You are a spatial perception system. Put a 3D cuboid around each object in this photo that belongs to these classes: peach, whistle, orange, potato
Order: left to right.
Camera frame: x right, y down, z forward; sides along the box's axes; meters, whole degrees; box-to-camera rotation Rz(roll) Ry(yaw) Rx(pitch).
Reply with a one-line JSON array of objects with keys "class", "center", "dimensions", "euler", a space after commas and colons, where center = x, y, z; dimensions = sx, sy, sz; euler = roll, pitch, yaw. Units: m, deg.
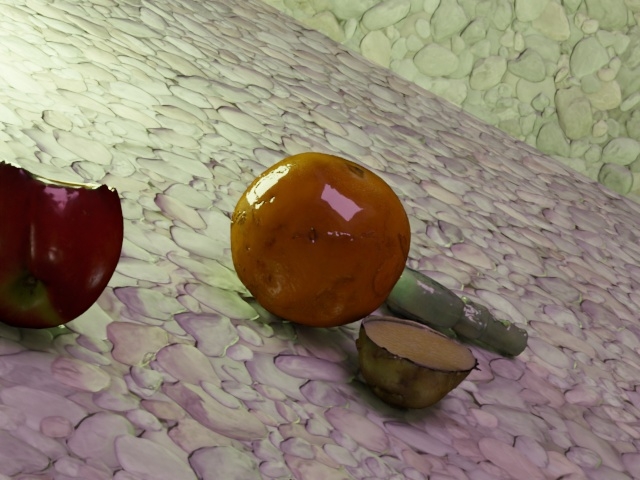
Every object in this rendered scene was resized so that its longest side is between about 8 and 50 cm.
[{"class": "peach", "center": [-0.308, -0.018, 1.773], "dimensions": [0.226, 0.190, 0.196], "euler": [-91, 158, -46]}, {"class": "orange", "center": [0.000, 0.000, 2.112], "dimensions": [0.240, 0.240, 0.240], "euler": [24, 19, -9]}, {"class": "potato", "center": [0.117, 0.165, 2.056], "dimensions": [0.164, 0.081, 0.200], "euler": [24, 15, 14]}, {"class": "whistle", "center": [0.186, 0.103, 2.328], "dimensions": [0.258, 0.067, 0.126], "euler": [25, 6, -20]}]

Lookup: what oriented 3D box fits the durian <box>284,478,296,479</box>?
[{"class": "durian", "center": [-0.020, 0.274, 1.597], "dimensions": [0.080, 0.080, 0.091], "euler": [25, 16, -5]}]
